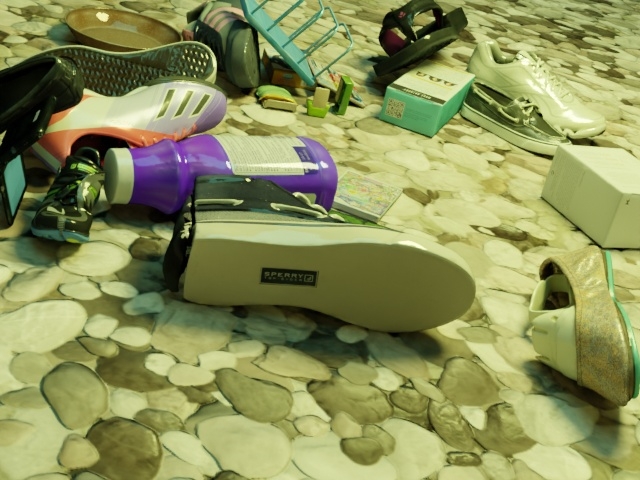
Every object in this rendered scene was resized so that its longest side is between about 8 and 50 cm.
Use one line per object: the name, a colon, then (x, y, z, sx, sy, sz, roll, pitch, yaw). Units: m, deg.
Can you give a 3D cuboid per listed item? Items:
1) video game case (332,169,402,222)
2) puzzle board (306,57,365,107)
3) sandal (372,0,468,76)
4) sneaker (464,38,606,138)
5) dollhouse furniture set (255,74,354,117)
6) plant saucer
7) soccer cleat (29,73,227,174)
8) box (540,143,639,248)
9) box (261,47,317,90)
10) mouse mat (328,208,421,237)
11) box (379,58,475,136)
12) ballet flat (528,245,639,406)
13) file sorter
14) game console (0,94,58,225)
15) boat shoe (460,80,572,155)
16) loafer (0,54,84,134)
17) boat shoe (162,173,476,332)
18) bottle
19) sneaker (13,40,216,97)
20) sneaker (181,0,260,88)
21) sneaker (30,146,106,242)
video game case: (0.057, -0.063, 1.533, 0.087, 0.011, 0.122, 21, 26, 12)
puzzle board: (0.026, -0.277, 1.915, 0.096, 0.011, 0.128, 26, 20, -23)
sandal: (0.177, -0.399, 2.098, 0.107, 0.168, 0.446, 60, 18, -9)
sneaker: (0.390, -0.273, 2.021, 0.292, 0.118, 0.110, 28, 27, 22)
dollhouse furniture set: (-0.026, -0.245, 1.801, 0.152, 0.058, 0.076, 7, 26, -16)
plant saucer: (-0.333, -0.343, 1.862, 0.199, 0.036, 0.198, 12, 25, -6)
soccer cleat: (-0.242, -0.144, 1.457, 0.318, 0.108, 0.116, -10, 54, -43)
box: (0.437, -0.067, 1.653, 0.130, 0.091, 0.170, 2, 28, -26)
box: (-0.056, -0.305, 1.945, 0.081, 0.028, 0.136, 7, 29, -16)
mouse mat: (0.046, 0.004, 1.400, 0.190, 0.007, 0.152, 17, 26, 5)
box: (0.190, -0.252, 1.930, 0.101, 0.060, 0.244, 21, 26, 14)
ballet flat: (0.293, 0.098, 1.262, 0.106, 0.107, 0.316, -3, 19, 9)
file sorter: (-0.040, -0.367, 1.836, 0.170, 0.104, 0.118, 43, 16, -31)
game console: (-0.327, -0.093, 1.255, 0.071, 0.107, 0.122, 50, 13, -25)
boat shoe: (0.342, -0.213, 1.921, 0.219, 0.070, 0.078, 29, 29, 28)
loafer: (-0.393, -0.165, 1.316, 0.223, 0.078, 0.076, -20, 65, 7)
boat shoe: (0.000, 0.000, 1.236, 0.341, 0.127, 0.158, 9, 34, -10)
bottle: (-0.123, -0.078, 1.368, 0.283, 0.092, 0.118, -2, 33, -27)
sneaker: (-0.294, -0.210, 1.581, 0.290, 0.123, 0.105, -4, 73, -9)
sneaker: (-0.169, -0.330, 1.874, 0.131, 0.112, 0.319, -6, 26, -2)
sneaker: (-0.283, -0.054, 1.254, 0.067, 0.078, 0.188, 11, 26, -7)
